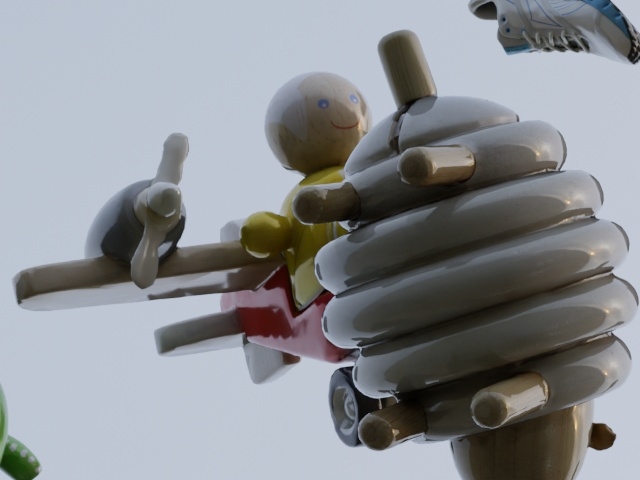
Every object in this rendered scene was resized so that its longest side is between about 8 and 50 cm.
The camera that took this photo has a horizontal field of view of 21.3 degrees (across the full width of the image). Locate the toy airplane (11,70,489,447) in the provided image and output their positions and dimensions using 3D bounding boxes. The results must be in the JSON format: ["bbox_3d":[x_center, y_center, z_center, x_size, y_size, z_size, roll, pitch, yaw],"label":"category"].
[{"bbox_3d":[0.000,0.000,1.376,0.384,0.386,0.272,-3,-84,20],"label":"toy airplane"}]

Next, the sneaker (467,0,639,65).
[{"bbox_3d":[0.200,-0.182,1.465,0.083,0.190,0.071,-47,-45,-4],"label":"sneaker"}]

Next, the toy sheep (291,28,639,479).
[{"bbox_3d":[0.038,0.008,0.442,0.091,0.091,0.132,-13,-93,8],"label":"toy sheep"}]

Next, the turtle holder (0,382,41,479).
[{"bbox_3d":[-0.390,0.122,1.330,0.243,0.320,0.227,-34,-55,-1],"label":"turtle holder"}]
